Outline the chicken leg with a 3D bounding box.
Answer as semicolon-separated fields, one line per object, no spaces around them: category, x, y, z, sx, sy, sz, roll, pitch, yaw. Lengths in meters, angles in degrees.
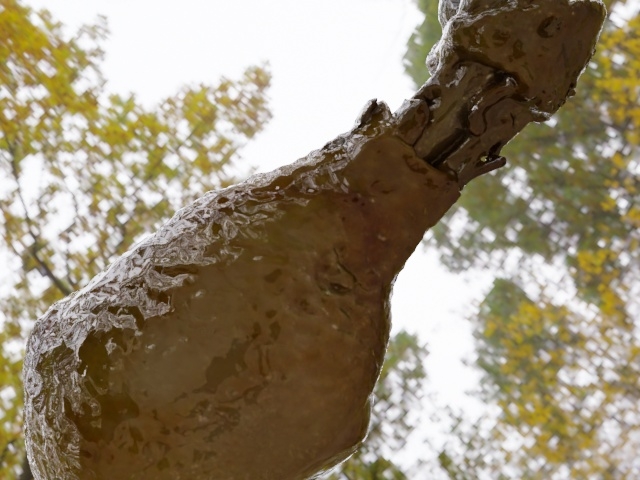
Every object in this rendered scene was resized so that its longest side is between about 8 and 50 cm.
chicken leg;0.001;0.001;0.435;0.107;0.087;0.251;42;-94;-2
